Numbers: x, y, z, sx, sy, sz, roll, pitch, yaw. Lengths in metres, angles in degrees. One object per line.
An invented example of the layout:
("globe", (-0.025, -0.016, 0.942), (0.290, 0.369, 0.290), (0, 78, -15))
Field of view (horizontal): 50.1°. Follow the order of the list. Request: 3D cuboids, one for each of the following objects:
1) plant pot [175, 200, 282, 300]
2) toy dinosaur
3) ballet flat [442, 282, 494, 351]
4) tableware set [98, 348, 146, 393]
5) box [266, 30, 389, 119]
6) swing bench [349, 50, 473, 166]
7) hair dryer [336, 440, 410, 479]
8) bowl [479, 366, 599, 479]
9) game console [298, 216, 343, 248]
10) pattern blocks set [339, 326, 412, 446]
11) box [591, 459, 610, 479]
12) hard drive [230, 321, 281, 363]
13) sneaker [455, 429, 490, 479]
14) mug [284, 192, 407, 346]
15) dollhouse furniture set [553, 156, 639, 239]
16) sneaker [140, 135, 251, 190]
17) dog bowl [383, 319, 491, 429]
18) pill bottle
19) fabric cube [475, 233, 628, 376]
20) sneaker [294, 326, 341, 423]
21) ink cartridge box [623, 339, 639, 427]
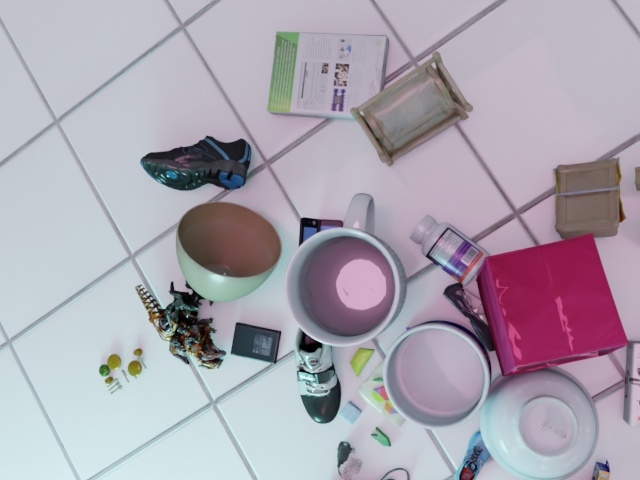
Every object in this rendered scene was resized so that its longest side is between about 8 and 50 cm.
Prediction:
("plant pot", (-0.267, 0.058, 1.871), (0.284, 0.284, 0.191), (35, 131, 13))
("toy dinosaur", (-0.399, 0.231, 1.943), (0.322, 0.164, 0.218), (28, 112, -8))
("ballet flat", (0.404, 0.192, 1.780), (0.074, 0.074, 0.203), (-40, 77, 9))
("tableware set", (-0.589, 0.378, 2.041), (0.154, 0.024, 0.104), (-38, 76, 11))
("box", (0.019, -0.458, 1.910), (0.322, 0.058, 0.232), (7, 89, 13))
("swing bench", (0.232, -0.323, 1.743), (0.253, 0.254, 0.165), (-32, 90, 10))
("hair dryer", (0.090, 0.709, 1.828), (0.223, 0.080, 0.294), (25, 94, 13))
("bowl", (0.544, 0.450, 1.677), (0.297, 0.134, 0.298), (-1, 80, 8))
("game console", (0.000, 0.000, 1.888), (0.071, 0.107, 0.122), (2, 87, 42))
("pattern blocks set", (0.207, 0.390, 1.841), (0.285, 0.026, 0.325), (27, 94, 14))
("box", (0.684, 0.608, 1.685), (0.028, 0.081, 0.136), (10, 90, 15))
("hard drive", (-0.184, 0.291, 1.943), (0.135, 0.022, 0.094), (10, 90, 14))
("sneaker", (0.398, 0.569, 1.761), (0.063, 0.073, 0.162), (23, 90, 14))
("mug", (0.089, 0.066, 1.729), (0.276, 0.328, 0.374), (6, 89, 14))
("dollhouse furniture set", (0.750, -0.087, 1.709), (0.301, 0.151, 0.198), (-4, 65, 31))
("sneaker", (-0.355, -0.227, 1.979), (0.340, 0.125, 0.140), (5, 61, 17))
("dog bowl", (0.299, 0.337, 1.740), (0.264, 0.104, 0.265), (0, 91, 19))
("pill bottle", (0.333, 0.020, 1.784), (0.193, 0.108, 0.108), (38, 97, 13))
("fabric cube", (0.532, 0.162, 1.618), (0.259, 0.254, 0.258), (-13, 72, 5))
("sneaker", (-0.020, 0.336, 1.841), (0.122, 0.146, 0.331), (-7, 87, 12))
("ink cartridge box", (0.823, 0.352, 1.659), (0.148, 0.086, 0.203), (3, 87, 14))
